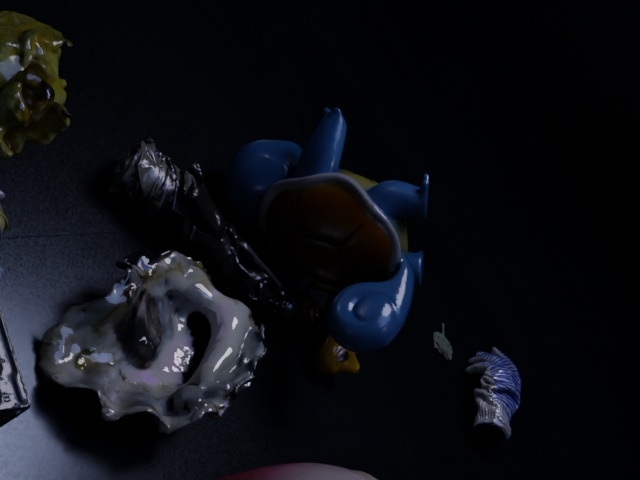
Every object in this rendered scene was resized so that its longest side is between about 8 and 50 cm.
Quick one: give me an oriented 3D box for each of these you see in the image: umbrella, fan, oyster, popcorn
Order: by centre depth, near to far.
[{"bbox_3d":[-0.393,-0.195,1.531,0.195,0.174,0.168,59,8,21],"label":"popcorn"},{"bbox_3d":[-0.198,0.127,1.539,0.238,0.115,0.351,43,28,-6],"label":"oyster"},{"bbox_3d":[-0.151,-0.009,1.724,0.357,0.106,0.113,45,25,-20],"label":"umbrella"},{"bbox_3d":[0.223,0.181,2.164,0.056,0.004,0.083,41,34,-25],"label":"fan"}]

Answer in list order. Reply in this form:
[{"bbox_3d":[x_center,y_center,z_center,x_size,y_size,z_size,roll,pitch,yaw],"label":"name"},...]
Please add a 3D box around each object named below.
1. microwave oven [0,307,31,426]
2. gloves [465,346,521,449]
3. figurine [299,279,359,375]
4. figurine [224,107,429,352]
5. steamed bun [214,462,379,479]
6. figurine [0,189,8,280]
[{"bbox_3d":[-0.435,0.133,1.171,0.240,0.145,0.194,3,57,-54],"label":"microwave oven"},{"bbox_3d":[0.314,0.275,2.137,0.229,0.097,0.119,-86,163,-51],"label":"gloves"},{"bbox_3d":[0.017,0.130,1.858,0.122,0.121,0.176,22,51,-7],"label":"figurine"},{"bbox_3d":[0.037,-0.014,1.799,0.416,0.243,0.298,51,-16,33],"label":"figurine"},{"bbox_3d":[-0.036,0.382,1.378,0.309,0.309,0.309,34,38,-32],"label":"steamed bun"},{"bbox_3d":[-0.438,-0.023,1.326,0.208,0.128,0.184,46,31,-10],"label":"figurine"}]
